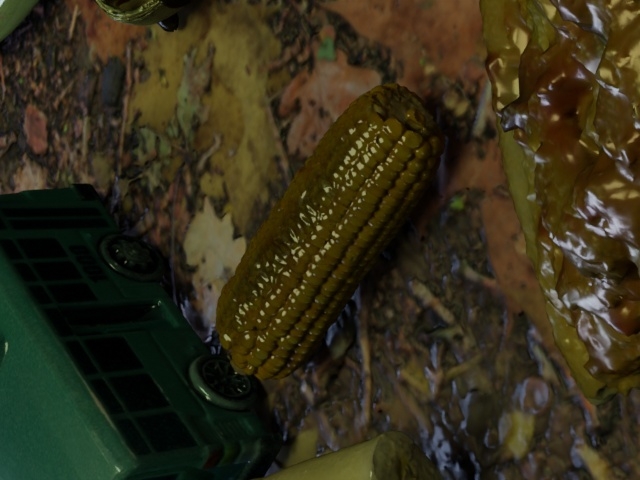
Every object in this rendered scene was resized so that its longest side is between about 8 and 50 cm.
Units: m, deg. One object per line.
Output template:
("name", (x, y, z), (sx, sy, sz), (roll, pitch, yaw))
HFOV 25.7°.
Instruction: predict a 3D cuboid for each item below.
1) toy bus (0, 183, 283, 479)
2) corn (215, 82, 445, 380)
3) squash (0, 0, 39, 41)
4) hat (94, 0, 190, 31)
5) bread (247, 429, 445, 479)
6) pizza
("toy bus", (-0.156, 0.083, 0.893), (0.256, 0.147, 0.128), (49, 123, 31))
("corn", (0.000, 0.000, 0.782), (0.068, 0.068, 0.207), (53, 127, 30))
("squash", (-0.225, -0.207, 1.005), (0.250, 0.083, 0.083), (-41, 63, 43))
("hat", (-0.112, -0.175, 0.899), (0.076, 0.059, 0.077), (-31, 77, 6))
("bread", (0.008, 0.183, 0.761), (0.178, 0.060, 0.139), (-28, 99, 44))
("pizza", (0.112, -0.082, 0.591), (0.268, 0.087, 0.258), (93, 165, -68))
